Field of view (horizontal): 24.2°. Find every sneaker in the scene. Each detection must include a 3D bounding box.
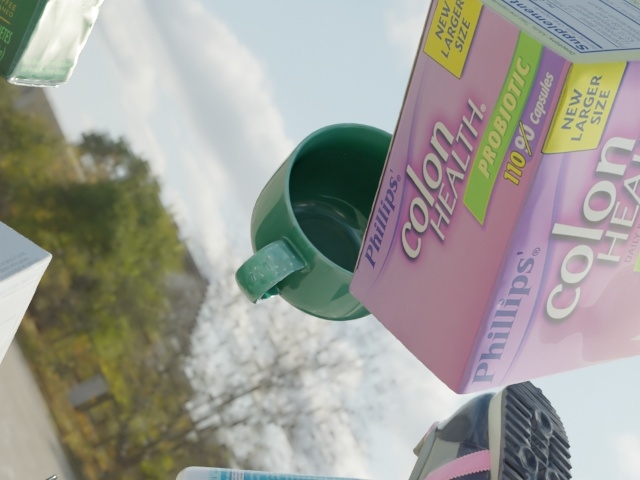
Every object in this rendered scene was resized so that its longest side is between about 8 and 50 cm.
[{"bbox_3d":[0.099,0.240,1.104,0.112,0.131,0.319,50,35,-15],"label":"sneaker"}]

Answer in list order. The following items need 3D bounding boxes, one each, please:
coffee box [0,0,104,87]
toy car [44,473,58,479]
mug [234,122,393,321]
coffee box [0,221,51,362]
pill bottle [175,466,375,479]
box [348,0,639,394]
[{"bbox_3d":[-0.111,-0.167,0.581,0.113,0.184,0.040,37,21,24],"label":"coffee box"},{"bbox_3d":[-0.256,0.250,1.158,0.149,0.188,0.155,51,1,20],"label":"toy car"},{"bbox_3d":[0.003,-0.008,1.077,0.097,0.158,0.129,134,-45,-54],"label":"mug"},{"bbox_3d":[-0.493,0.099,1.215,0.334,0.338,0.337,33,21,9],"label":"coffee box"},{"bbox_3d":[-0.017,0.304,1.476,0.146,0.264,0.146,-176,-90,-87],"label":"pill bottle"},{"bbox_3d":[0.167,-0.042,0.899,0.117,0.243,0.213,45,-50,42],"label":"box"}]
